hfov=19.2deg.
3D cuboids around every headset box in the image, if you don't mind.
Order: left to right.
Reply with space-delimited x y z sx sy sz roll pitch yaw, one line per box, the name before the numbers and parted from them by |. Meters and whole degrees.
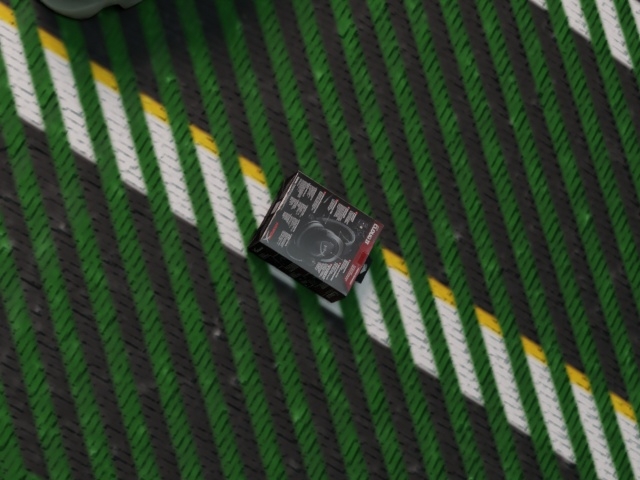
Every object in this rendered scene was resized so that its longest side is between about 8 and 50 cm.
headset box | 0.000 0.000 1.345 0.083 0.032 0.062 32 70 -12

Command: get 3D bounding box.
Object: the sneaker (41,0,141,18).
sneaker | -0.053 -0.275 1.325 0.330 0.146 0.122 -41 93 -24
